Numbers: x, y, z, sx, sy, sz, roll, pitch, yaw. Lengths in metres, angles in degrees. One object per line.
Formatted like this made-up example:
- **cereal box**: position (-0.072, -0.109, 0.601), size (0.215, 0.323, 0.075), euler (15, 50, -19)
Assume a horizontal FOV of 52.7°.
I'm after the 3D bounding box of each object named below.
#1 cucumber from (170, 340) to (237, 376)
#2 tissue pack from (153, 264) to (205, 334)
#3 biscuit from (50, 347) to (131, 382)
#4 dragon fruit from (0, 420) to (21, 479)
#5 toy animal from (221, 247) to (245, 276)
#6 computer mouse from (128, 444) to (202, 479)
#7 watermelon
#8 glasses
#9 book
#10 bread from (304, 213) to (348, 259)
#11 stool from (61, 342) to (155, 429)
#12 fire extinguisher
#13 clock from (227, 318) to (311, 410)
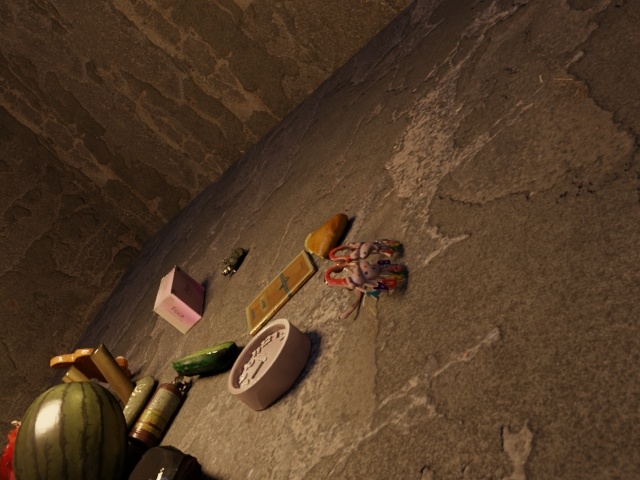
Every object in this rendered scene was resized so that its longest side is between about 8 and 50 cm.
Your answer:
- **cucumber**: position (-0.291, 0.316, 1.703), size (0.115, 0.063, 0.243), euler (-21, -3, -37)
- **tissue pack**: position (-0.488, 0.203, 2.264), size (0.092, 0.148, 0.246), euler (-44, 20, 9)
- **biscuit**: position (-0.766, 0.432, 2.218), size (0.205, 0.324, 0.049), euler (-18, 59, 15)
- **dragon fruit**: position (-0.848, 0.683, 1.829), size (0.100, 0.344, 0.282), euler (-2, -16, -45)
- **toy animal**: position (-0.309, 0.078, 2.272), size (0.065, 0.047, 0.136), euler (-20, 26, 40)
- **computer mouse**: position (-0.317, 0.509, 1.295), size (0.183, 0.116, 0.323), euler (-58, 13, -22)
- **watermelon**: position (-0.635, 0.545, 1.657), size (0.278, 0.278, 0.360), euler (-32, 56, 39)
- **glasses**: position (0.100, 0.072, 1.351), size (0.162, 0.095, 0.255), euler (-14, 26, 11)
- **book**: position (-0.112, 0.137, 1.751), size (0.242, 0.018, 0.170), euler (-46, 19, 5)
- **bread**: position (0.007, 0.004, 1.706), size (0.154, 0.054, 0.136), euler (-42, 22, 25)
- **stool**: position (-0.710, 0.519, 1.990), size (0.310, 0.226, 0.310), euler (-35, 20, 37)
- **fire extinguisher**: position (-0.433, 0.440, 1.750), size (0.106, 0.075, 0.252), euler (-16, 35, 41)
- **clock**: position (-0.112, 0.267, 1.406), size (0.197, 0.068, 0.197), euler (-42, 19, 18)
